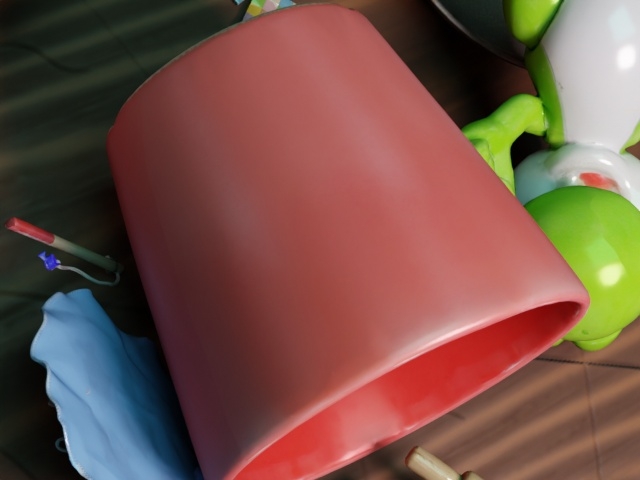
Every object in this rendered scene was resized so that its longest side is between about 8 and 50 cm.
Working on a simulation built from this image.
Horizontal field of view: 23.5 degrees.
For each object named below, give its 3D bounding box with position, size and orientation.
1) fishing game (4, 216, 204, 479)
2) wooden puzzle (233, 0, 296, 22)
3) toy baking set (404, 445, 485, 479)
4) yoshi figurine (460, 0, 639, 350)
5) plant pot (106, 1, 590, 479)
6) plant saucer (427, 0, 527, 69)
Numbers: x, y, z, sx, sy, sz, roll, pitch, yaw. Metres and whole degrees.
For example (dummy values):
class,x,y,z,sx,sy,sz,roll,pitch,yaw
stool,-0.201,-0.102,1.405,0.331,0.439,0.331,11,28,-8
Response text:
class,x,y,z,sx,sy,sz,roll,pitch,yaw
fishing game,-0.123,0.115,0.949,0.189,0.041,0.264,28,36,-64
wooden puzzle,-0.033,-0.161,1.153,0.083,0.006,0.049,30,64,-15
toy baking set,0.065,0.242,1.024,0.256,0.030,0.197,40,77,-1
yoshi figurine,0.193,-0.082,1.075,0.203,0.203,0.362,-13,111,-43
plant pot,0.000,0.000,0.986,0.275,0.275,0.243,-19,73,-29
plant saucer,0.173,-0.270,1.263,0.310,0.050,0.311,8,71,-24
